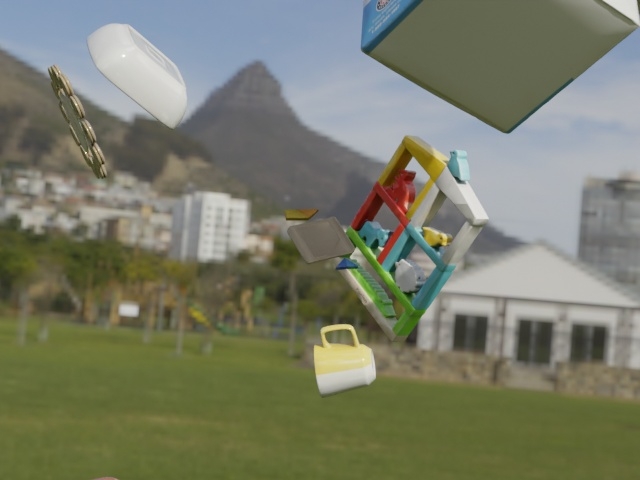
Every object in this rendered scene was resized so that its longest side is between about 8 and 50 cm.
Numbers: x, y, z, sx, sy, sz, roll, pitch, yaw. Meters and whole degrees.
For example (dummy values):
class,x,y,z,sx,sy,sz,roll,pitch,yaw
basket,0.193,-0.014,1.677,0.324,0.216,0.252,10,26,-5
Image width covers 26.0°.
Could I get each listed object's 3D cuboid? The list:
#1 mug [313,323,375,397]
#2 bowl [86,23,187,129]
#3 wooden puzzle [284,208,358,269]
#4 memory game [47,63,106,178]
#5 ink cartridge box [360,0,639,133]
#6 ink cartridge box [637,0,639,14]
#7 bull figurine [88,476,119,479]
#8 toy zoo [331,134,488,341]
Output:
class,x,y,z,sx,sy,sz,roll,pitch,yaw
mug,0.027,0.139,1.559,0.064,0.062,0.078,-7,-37,7
bowl,-0.223,-0.214,1.747,0.142,0.053,0.142,41,11,-28
wooden puzzle,0.000,0.000,1.853,0.078,0.116,0.014,-9,-39,-20
memory game,-0.356,-0.174,2.030,0.012,0.186,0.186,-26,5,-14
ink cartridge box,0.178,-0.297,1.414,0.197,0.270,0.198,26,-44,-24
ink cartridge box,0.424,-0.314,1.391,0.171,0.168,0.232,-21,-23,-13
bull figurine,-0.311,0.356,1.445,0.101,0.310,0.188,50,25,19
toy zoo,0.137,-0.019,2.053,0.030,0.293,0.192,2,40,-43
